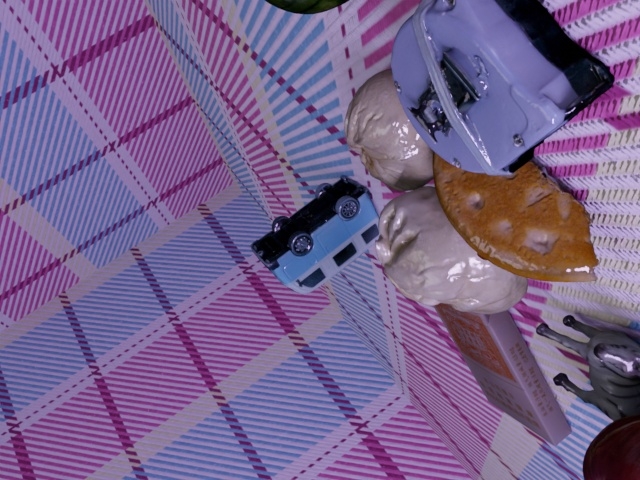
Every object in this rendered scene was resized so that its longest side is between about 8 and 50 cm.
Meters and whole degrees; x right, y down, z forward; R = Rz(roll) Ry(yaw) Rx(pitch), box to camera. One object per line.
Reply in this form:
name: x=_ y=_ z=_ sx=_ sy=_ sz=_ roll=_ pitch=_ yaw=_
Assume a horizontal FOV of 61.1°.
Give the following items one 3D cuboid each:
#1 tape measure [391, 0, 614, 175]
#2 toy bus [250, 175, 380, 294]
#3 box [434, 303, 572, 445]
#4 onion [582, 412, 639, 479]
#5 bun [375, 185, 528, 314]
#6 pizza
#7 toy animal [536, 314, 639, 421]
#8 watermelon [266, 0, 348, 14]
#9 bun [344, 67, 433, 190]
tape measure: x=0.151 y=-0.152 z=0.522 sx=0.182 sy=0.107 sz=0.181 roll=51 pitch=162 yaw=12
toy bus: x=0.000 y=0.000 z=1.208 sx=0.165 sy=0.271 sz=0.133 roll=58 pitch=170 yaw=-32
box: x=0.306 y=0.189 z=0.998 sx=0.365 sy=0.051 sz=0.204 roll=58 pitch=170 yaw=-15
onion: x=0.398 y=0.269 z=0.551 sx=0.248 sy=0.161 sz=0.248 roll=51 pitch=179 yaw=1
bun: x=0.166 y=0.024 z=0.750 sx=0.229 sy=0.145 sz=0.229 roll=48 pitch=-173 yaw=-8
pizza: x=0.209 y=-0.038 z=0.613 sx=0.246 sy=0.127 sz=0.058 roll=39 pitch=-175 yaw=33
toy animal: x=0.354 y=0.164 z=0.651 sx=0.217 sy=0.073 sz=0.176 roll=57 pitch=173 yaw=-28
watermelon: x=-0.044 y=-0.372 z=0.664 sx=0.232 sy=0.127 sz=0.204 roll=32 pitch=154 yaw=57
bun: x=0.099 y=-0.144 z=0.752 sx=0.164 sy=0.111 sz=0.188 roll=52 pitch=166 yaw=3
